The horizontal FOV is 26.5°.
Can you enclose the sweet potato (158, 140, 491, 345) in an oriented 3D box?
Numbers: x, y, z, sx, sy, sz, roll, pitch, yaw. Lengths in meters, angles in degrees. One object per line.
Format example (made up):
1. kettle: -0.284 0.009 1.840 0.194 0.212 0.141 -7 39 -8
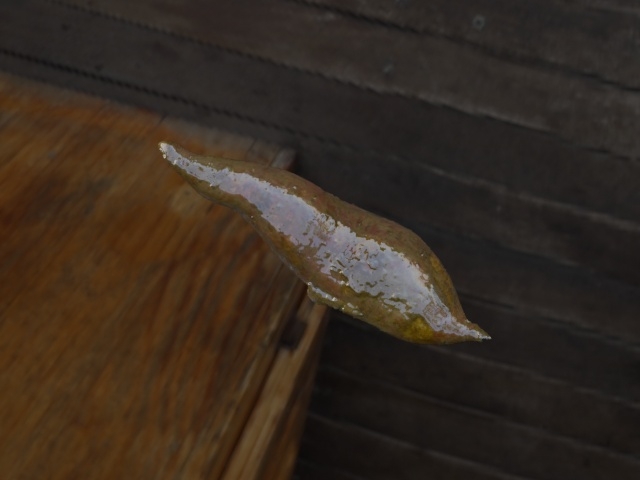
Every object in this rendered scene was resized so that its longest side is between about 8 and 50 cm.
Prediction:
1. sweet potato: 0.001 0.000 0.821 0.226 0.068 0.068 32 122 -2
